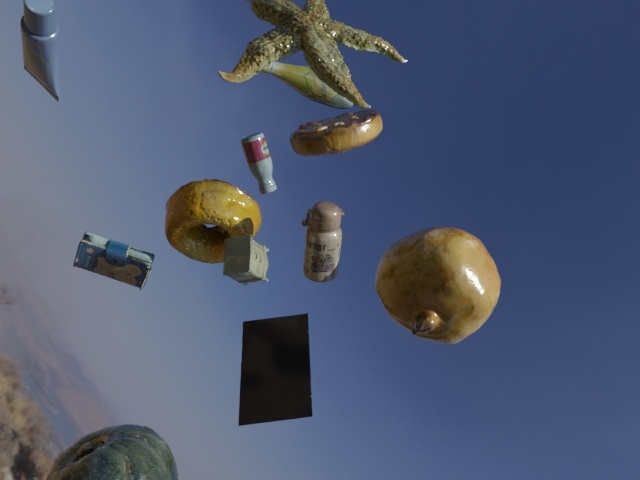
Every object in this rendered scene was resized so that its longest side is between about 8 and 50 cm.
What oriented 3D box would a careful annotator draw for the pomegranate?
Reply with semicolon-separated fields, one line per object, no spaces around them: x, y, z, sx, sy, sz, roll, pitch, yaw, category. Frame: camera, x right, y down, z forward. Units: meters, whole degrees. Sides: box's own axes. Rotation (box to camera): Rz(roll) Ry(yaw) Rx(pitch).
0.315;0.132;1.412;0.342;0.342;0.342;41;-30;30;pomegranate

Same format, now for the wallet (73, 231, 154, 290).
-0.574;0.057;1.463;0.202;0.059;0.141;22;-46;-16;wallet

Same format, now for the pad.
-0.154;0.428;1.773;0.007;0.247;0.367;69;14;-55;pad

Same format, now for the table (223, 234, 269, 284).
-0.147;0.042;1.055;0.083;0.062;0.079;43;42;-59;table

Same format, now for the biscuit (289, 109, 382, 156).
0.050;-0.330;1.633;0.296;0.296;0.102;14;-54;54;biscuit

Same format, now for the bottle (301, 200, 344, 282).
0.000;0.000;1.370;0.097;0.110;0.209;-110;-159;-58;bottle

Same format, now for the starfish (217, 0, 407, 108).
-0.008;-0.401;1.008;0.078;0.358;0.347;97;-6;-55;starfish

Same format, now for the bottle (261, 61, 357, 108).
-0.033;-0.404;1.329;0.083;0.269;0.083;-25;-119;55;bottle

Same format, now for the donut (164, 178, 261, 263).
-0.307;-0.037;1.461;0.277;0.277;0.108;93;0;-50;donut

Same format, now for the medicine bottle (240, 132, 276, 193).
-0.224;-0.285;1.938;0.090;0.090;0.217;15;-54;54;medicine bottle

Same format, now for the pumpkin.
-0.426;0.526;1.022;0.257;0.291;0.328;63;4;-7;pumpkin

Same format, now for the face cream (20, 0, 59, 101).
-0.747;-0.514;1.397;0.135;0.086;0.385;46;-30;-8;face cream
